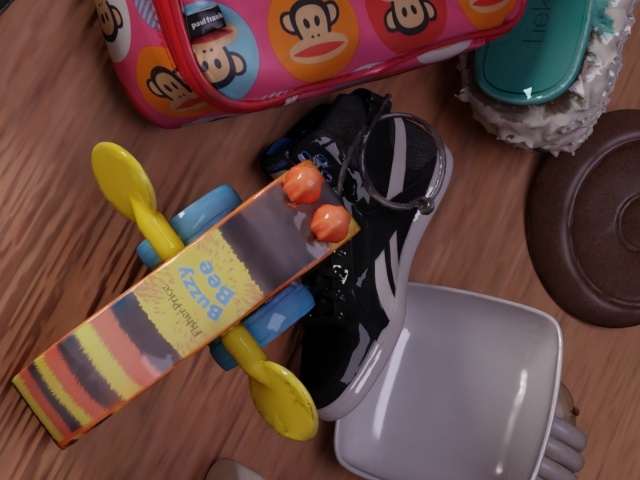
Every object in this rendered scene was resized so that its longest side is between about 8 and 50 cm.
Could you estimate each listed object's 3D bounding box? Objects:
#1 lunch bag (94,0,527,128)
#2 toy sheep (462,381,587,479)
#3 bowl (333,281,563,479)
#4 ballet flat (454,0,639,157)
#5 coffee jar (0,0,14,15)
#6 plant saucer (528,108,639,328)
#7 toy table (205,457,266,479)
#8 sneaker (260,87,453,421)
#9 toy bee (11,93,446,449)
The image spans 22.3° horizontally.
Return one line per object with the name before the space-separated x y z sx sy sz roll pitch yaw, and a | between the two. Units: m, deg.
lunch bag | -0.018 -0.221 1.038 0.293 0.120 0.258 -20 95 -35
toy sheep | 0.140 0.158 1.148 0.091 0.091 0.132 29 86 -30
bowl | 0.089 0.108 1.099 0.053 0.142 0.142 65 39 -70
ballet flat | 0.198 -0.247 1.196 0.147 0.147 0.408 26 76 -31
coffee jar | -0.242 -0.197 0.897 0.184 0.079 0.096 49 63 -24
plant saucer | 0.237 -0.014 1.227 0.169 0.029 0.168 -3 98 -23
toy table | -0.060 0.255 0.956 0.274 0.161 0.252 45 65 -24
sneaker | 0.000 0.000 1.065 0.121 0.079 0.216 33 62 -26
toy bee | -0.050 0.002 0.934 0.195 0.162 0.298 33 78 -4
